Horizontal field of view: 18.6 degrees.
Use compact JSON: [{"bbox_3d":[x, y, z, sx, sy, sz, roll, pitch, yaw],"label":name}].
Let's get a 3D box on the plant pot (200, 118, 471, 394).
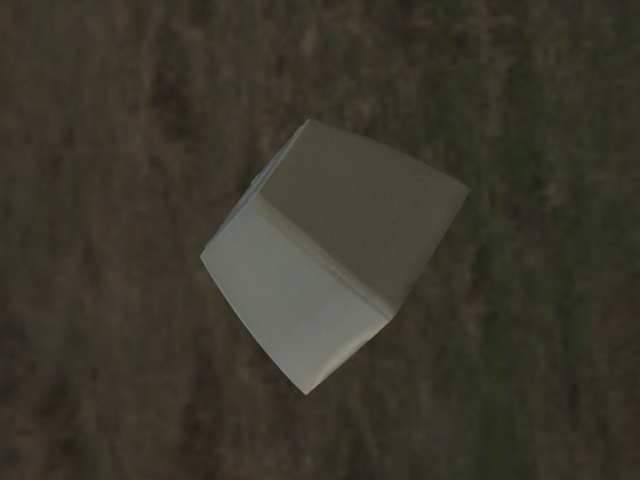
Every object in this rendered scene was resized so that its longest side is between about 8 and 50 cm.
[{"bbox_3d":[0.000,0.000,1.077,0.109,0.096,0.109,-45,9,51],"label":"plant pot"}]
